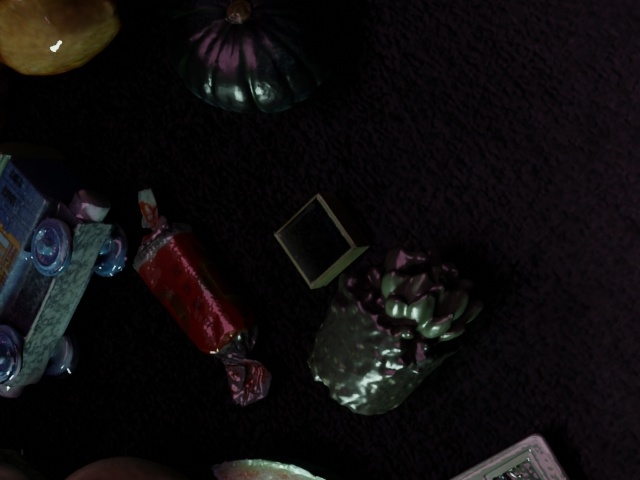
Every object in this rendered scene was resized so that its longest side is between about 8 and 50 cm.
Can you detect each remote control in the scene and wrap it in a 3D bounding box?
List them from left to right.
[{"bbox_3d":[0.140,0.315,1.562,0.313,0.055,0.109,-34,83,25],"label":"remote control"}]

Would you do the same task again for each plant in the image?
[{"bbox_3d":[0.080,0.084,1.531,0.129,0.132,0.194,46,120,16],"label":"plant"}]

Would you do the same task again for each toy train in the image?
[{"bbox_3d":[-0.363,0.038,1.805,0.202,0.131,0.299,42,113,30],"label":"toy train"}]

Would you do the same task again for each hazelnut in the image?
[{"bbox_3d":[-0.312,-0.285,1.725,0.182,0.182,0.182,3,96,31],"label":"hazelnut"}]

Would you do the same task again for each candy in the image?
[{"bbox_3d":[-0.144,0.062,1.706,0.086,0.059,0.292,-44,73,25],"label":"candy"}]

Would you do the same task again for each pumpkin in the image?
[{"bbox_3d":[-0.072,-0.230,1.582,0.194,0.150,0.194,3,100,21],"label":"pumpkin"}]

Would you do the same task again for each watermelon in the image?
[{"bbox_3d":[-0.031,0.304,1.657,0.187,0.071,0.139,13,108,22],"label":"watermelon"}]

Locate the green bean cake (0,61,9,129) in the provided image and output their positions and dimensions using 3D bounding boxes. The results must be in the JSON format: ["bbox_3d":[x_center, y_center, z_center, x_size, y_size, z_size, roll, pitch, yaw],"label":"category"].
[{"bbox_3d":[-0.504,-0.188,1.881,0.233,0.097,0.198,6,96,31],"label":"green bean cake"}]

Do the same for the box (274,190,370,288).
[{"bbox_3d":[0.000,0.000,1.625,0.083,0.035,0.079,-43,72,26],"label":"box"}]

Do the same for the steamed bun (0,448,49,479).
[{"bbox_3d":[-0.410,0.428,1.819,0.320,0.206,0.275,47,118,23],"label":"steamed bun"}]

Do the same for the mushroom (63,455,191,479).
[{"bbox_3d":[-0.205,0.378,1.662,0.260,0.254,0.234,37,156,-15],"label":"mushroom"}]
